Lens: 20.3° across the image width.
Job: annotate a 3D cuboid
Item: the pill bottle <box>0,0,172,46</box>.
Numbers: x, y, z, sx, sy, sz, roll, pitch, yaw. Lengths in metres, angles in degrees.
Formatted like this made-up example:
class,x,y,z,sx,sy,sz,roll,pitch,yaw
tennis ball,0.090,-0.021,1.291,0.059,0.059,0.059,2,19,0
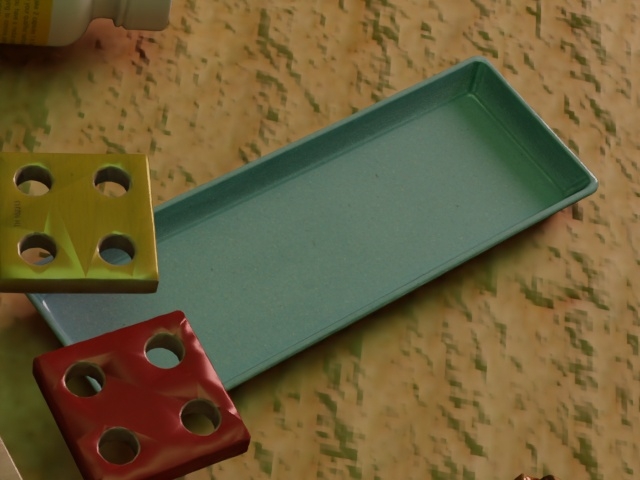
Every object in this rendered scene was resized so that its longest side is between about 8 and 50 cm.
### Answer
class,x,y,z,sx,sy,sz,roll,pitch,yaw
pill bottle,-0.107,-0.097,0.589,0.116,0.065,0.065,4,55,-11

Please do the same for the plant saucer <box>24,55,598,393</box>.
class,x,y,z,sx,sy,sz,roll,pitch,yaw
plant saucer,0.000,0.000,0.578,0.192,0.018,0.067,-27,65,-29

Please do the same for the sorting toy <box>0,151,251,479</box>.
class,x,y,z,sx,sy,sz,roll,pitch,yaw
sorting toy,-0.154,0.057,0.480,0.274,0.046,0.132,-21,63,-26

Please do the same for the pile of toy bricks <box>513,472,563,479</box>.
class,x,y,z,sx,sy,sz,roll,pitch,yaw
pile of toy bricks,0.089,0.133,0.420,0.118,0.105,0.212,27,43,-15
